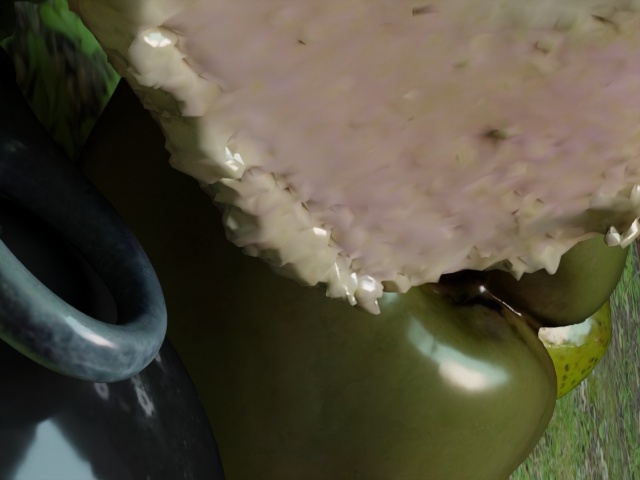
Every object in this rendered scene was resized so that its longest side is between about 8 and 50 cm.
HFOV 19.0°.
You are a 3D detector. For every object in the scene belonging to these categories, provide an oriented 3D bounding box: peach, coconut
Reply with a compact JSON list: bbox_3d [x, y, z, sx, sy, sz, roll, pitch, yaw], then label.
[{"bbox_3d":[0.001,-0.001,0.868,0.247,0.292,0.292,13,67,-36],"label":"peach"},{"bbox_3d":[0.049,-0.219,0.621,0.404,0.405,0.404,-6,90,-74],"label":"coconut"}]

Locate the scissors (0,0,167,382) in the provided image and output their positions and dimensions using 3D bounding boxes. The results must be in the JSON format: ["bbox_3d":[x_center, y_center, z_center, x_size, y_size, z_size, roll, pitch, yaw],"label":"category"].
[{"bbox_3d":[-0.139,-0.099,0.669,0.256,0.029,0.383,38,18,-11],"label":"scissors"}]

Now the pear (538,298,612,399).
[{"bbox_3d":[0.061,0.038,1.138,0.187,0.220,0.187,-6,90,-78],"label":"pear"}]

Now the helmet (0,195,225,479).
[{"bbox_3d":[-0.114,0.083,0.612,0.230,0.160,0.279,-54,137,-65],"label":"helmet"}]
